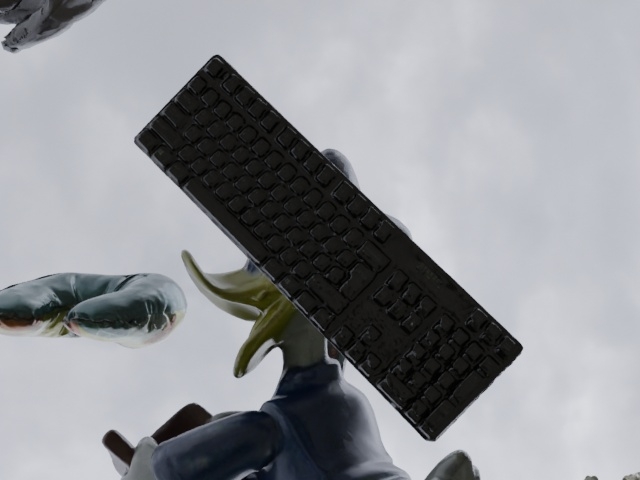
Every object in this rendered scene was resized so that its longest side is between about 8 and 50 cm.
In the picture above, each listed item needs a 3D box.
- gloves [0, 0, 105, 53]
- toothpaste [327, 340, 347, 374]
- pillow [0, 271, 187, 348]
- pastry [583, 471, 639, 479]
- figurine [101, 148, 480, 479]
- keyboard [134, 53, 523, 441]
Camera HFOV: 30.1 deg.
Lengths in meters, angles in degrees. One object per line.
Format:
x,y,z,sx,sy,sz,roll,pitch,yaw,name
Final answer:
-0.219,-0.282,1.093,0.119,0.285,0.142,54,-151,14,gloves
0.002,0.122,1.170,0.060,0.234,0.038,7,-150,-2,toothpaste
-0.269,0.078,1.358,0.214,0.233,0.086,-1,-87,-66,pillow
0.342,0.253,0.983,0.258,0.089,0.121,14,-145,-28,pastry
-0.006,0.113,0.747,0.204,0.283,0.339,7,-94,-46,figurine
0.000,0.000,0.554,0.061,0.013,0.204,-46,-104,3,keyboard
